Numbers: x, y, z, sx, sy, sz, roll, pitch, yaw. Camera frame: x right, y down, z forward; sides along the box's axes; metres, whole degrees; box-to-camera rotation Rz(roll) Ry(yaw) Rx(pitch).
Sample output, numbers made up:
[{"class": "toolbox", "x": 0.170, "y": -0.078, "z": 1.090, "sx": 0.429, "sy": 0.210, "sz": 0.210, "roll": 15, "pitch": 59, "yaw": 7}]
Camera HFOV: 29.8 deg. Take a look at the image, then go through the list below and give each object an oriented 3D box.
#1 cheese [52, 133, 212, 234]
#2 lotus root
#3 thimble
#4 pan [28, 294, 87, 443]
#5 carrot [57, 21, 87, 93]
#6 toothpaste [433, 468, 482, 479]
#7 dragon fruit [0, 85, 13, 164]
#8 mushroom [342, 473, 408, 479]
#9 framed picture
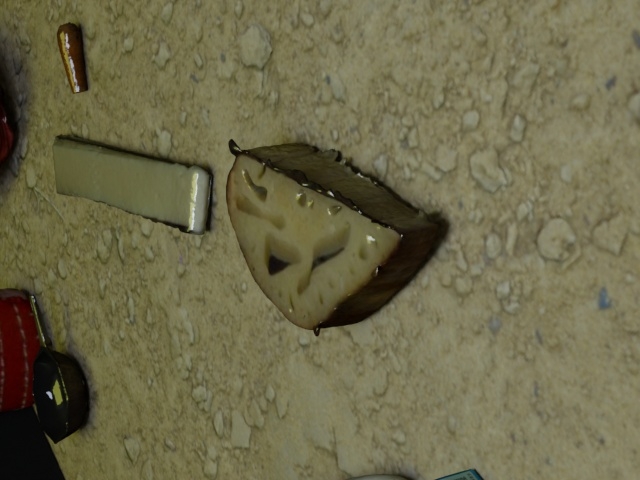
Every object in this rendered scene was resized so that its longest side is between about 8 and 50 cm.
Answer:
[{"class": "cheese", "x": -0.249, "y": -0.077, "z": 1.518, "sx": 0.400, "sy": 0.034, "sz": 0.085, "roll": 14, "pitch": 104, "yaw": 52}, {"class": "lotus root", "x": 0.000, "y": 0.000, "z": 1.152, "sx": 0.261, "sy": 0.074, "sz": 0.170, "roll": 39, "pitch": 127, "yaw": 42}, {"class": "thimble", "x": -0.497, "y": 0.167, "z": 1.822, "sx": 0.163, "sy": 0.125, "sz": 0.189, "roll": -24, "pitch": 76, "yaw": 58}, {"class": "pan", "x": -0.370, "y": 0.187, "z": 1.722, "sx": 0.128, "sy": 0.048, "sz": 0.202, "roll": 30, "pitch": 122, "yaw": 46}, {"class": "carrot", "x": -0.329, "y": -0.243, "z": 1.597, "sx": 0.032, "sy": 0.032, "sz": 0.093, "roll": -1, "pitch": 101, "yaw": 54}, {"class": "toothpaste", "x": 0.175, "y": 0.307, "z": 0.989, "sx": 0.266, "sy": 0.050, "sz": 0.065, "roll": 49, "pitch": 132, "yaw": 37}, {"class": "dragon fruit", "x": -0.543, "y": -0.204, "z": 1.823, "sx": 0.317, "sy": 0.152, "sz": 0.205, "roll": 110, "pitch": 157, "yaw": -45}, {"class": "mushroom", "x": -0.038, "y": 0.350, "z": 1.235, "sx": 0.397, "sy": 0.126, "sz": 0.177, "roll": -23, "pitch": 86, "yaw": 50}, {"class": "framed picture", "x": -0.549, "y": 0.316, "z": 1.822, "sx": 0.338, "sy": 0.255, "sz": 0.014, "roll": 57, "pitch": 148, "yaw": 30}]
